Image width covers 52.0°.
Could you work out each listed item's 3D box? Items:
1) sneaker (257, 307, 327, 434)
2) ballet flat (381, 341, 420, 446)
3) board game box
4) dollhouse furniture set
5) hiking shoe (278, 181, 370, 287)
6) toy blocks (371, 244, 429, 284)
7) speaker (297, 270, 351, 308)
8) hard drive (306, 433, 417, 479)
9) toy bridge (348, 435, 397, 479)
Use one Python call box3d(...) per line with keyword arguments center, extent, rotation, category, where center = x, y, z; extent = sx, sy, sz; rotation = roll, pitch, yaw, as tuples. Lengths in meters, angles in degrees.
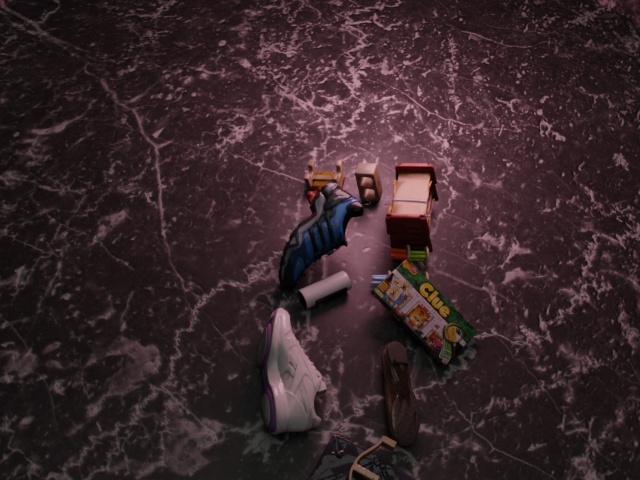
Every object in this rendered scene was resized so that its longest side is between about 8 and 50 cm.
box3d(center=(-0.068, 0.307, 1.552), extent=(0.152, 0.114, 0.305), rotation=(5, 58, -19), category="sneaker")
box3d(center=(0.181, 0.364, 1.560), extent=(0.084, 0.058, 0.250), rotation=(9, 58, -26), category="ballet flat")
box3d(center=(0.264, 0.181, 1.664), extent=(0.260, 0.030, 0.136), rotation=(46, 63, 7), category="board game box")
box3d(center=(0.135, -0.099, 1.839), extent=(0.373, 0.152, 0.201), rotation=(4, 54, 18), category="dollhouse furniture set")
box3d(center=(0.000, 0.000, 1.695), extent=(0.132, 0.113, 0.304), rotation=(29, 90, 13), category="hiking shoe")
box3d(center=(0.210, 0.071, 1.742), extent=(0.148, 0.054, 0.123), rotation=(3, 79, -4), category="toy blocks")
box3d(center=(0.009, 0.128, 1.699), extent=(0.136, 0.055, 0.055), rotation=(-22, 60, -20), category="speaker")
box3d(center=(0.099, 0.553, 1.415), extent=(0.254, 0.054, 0.172), rotation=(27, 57, 13), category="hard drive")
box3d(center=(0.095, 0.500, 1.401), extent=(0.063, 0.026, 0.188), rotation=(26, 57, 15), category="toy bridge")
